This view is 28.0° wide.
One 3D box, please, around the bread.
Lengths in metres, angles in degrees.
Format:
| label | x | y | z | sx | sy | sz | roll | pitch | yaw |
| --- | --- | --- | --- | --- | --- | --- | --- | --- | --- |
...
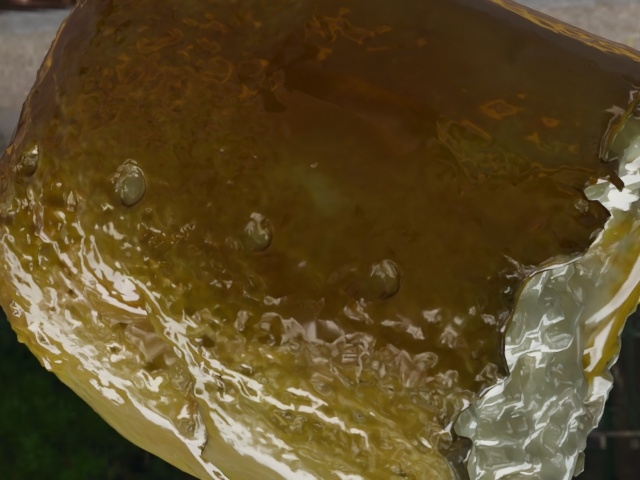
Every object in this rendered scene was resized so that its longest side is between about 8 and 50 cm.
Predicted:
| label | x | y | z | sx | sy | sz | roll | pitch | yaw |
| --- | --- | --- | --- | --- | --- | --- | --- | --- | --- |
| bread | 0.000 | 0.000 | 0.759 | 0.394 | 0.361 | 0.250 | 25 | 179 | 10 |
